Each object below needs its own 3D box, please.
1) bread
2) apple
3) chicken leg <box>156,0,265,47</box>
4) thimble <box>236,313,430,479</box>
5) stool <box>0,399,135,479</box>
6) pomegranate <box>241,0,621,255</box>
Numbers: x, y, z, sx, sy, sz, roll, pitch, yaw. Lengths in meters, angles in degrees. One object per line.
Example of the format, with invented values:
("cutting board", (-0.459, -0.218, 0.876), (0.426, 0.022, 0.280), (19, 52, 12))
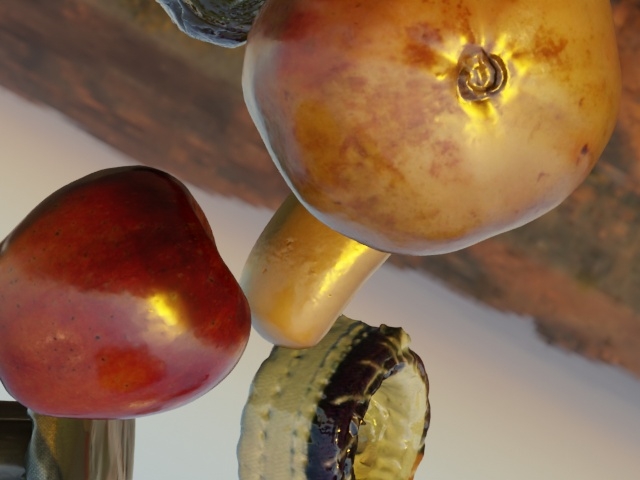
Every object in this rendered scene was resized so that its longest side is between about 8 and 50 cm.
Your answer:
("bread", (0.000, 0.000, 1.724), (0.098, 0.217, 0.147), (41, 174, -20))
("apple", (-0.132, 0.039, 1.096), (0.147, 0.158, 0.156), (-160, 45, -87))
("chicken leg", (-0.062, -0.244, 1.545), (0.211, 0.140, 0.361), (41, 169, -24))
("thimble", (0.018, 0.199, 1.952), (0.150, 0.237, 0.237), (12, 172, 27))
("stool", (-0.279, 0.172, 1.471), (0.226, 0.310, 0.310), (-1, -137, 1))
("pomegranate", (0.077, -0.118, 1.207), (0.229, 0.252, 0.270), (61, -179, -14))
